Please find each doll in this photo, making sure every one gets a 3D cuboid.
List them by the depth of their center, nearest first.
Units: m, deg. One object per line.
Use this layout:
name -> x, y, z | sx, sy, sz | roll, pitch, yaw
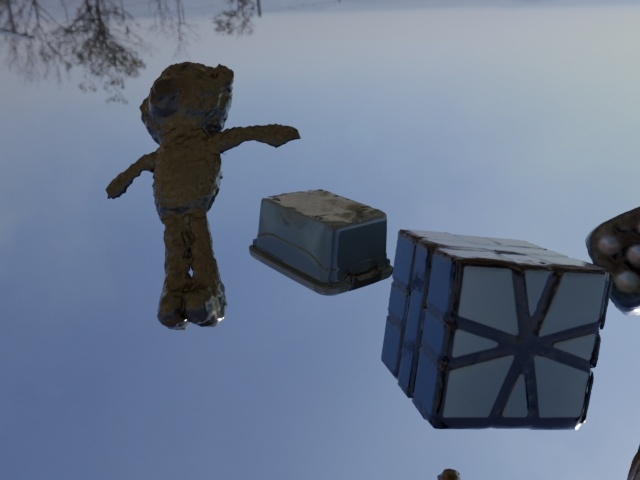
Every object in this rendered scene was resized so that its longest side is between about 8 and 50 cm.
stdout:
doll -> -0.145, -0.058, 0.602 | 0.203, 0.285, 0.091 | 8, 164, 34

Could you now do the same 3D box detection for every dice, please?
dice -> 0.649, 0.039, 1.158 | 0.183, 0.181, 0.182 | -30, 154, 31

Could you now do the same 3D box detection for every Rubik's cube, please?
Rubik's cube -> 0.292, 0.146, 1.037 | 0.294, 0.288, 0.283 | 3, -171, -10

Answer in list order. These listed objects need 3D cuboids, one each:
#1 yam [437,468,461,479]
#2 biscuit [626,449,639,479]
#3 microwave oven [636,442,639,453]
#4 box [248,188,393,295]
yam -> 0.235, 0.463, 0.935 | 0.046, 0.046, 0.264 | -2, -164, -1
biscuit -> 0.165, 0.244, 0.327 | 0.091, 0.274, 0.213 | 36, 179, 26
microwave oven -> 0.730, 0.373, 1.002 | 0.295, 0.181, 0.237 | -13, -150, -25
box -> 0.000, 0.000, 0.975 | 0.162, 0.130, 0.227 | -13, -153, -39
